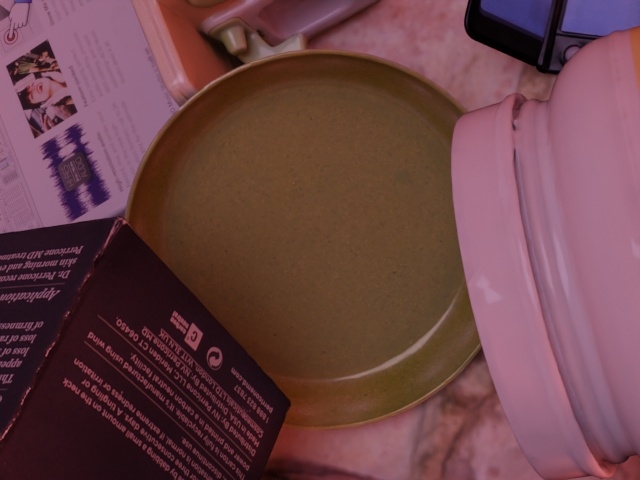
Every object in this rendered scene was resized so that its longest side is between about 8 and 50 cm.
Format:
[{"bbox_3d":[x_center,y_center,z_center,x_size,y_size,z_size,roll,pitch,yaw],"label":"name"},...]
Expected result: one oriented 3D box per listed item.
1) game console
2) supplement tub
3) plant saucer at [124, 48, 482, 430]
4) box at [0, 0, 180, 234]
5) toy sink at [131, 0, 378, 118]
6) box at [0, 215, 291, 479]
[{"bbox_3d":[0.159,-0.169,0.773,0.107,0.071,0.122,12,86,23],"label":"game console"},{"bbox_3d":[0.253,-0.010,0.616,0.331,0.241,0.241,-15,76,19],"label":"supplement tub"},{"bbox_3d":[0.000,0.000,0.773,0.241,0.037,0.241,-1,105,-2],"label":"plant saucer"},{"bbox_3d":[-0.228,-0.082,0.920,0.322,0.058,0.232,-29,72,13],"label":"box"},{"bbox_3d":[-0.050,-0.199,0.817,0.131,0.153,0.234,-27,71,15],"label":"toy sink"},{"bbox_3d":[-0.242,0.174,0.703,0.343,0.179,0.312,-6,46,37],"label":"box"}]
